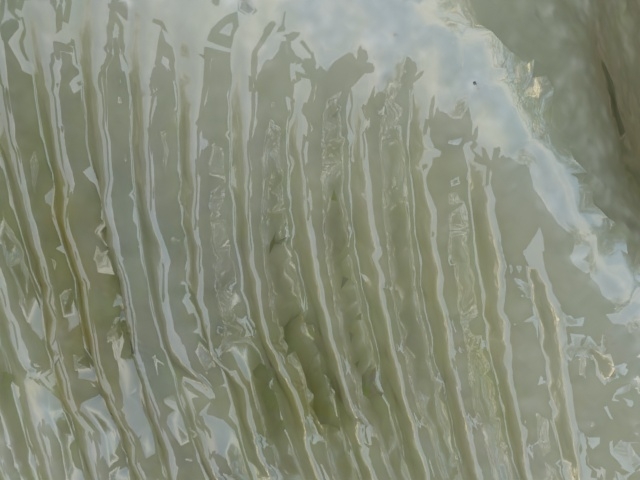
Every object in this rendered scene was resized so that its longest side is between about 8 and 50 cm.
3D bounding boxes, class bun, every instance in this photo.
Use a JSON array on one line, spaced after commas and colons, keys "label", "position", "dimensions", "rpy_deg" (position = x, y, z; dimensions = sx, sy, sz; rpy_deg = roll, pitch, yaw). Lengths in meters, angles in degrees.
[{"label": "bun", "position": [0.000, 0.000, 0.624], "dimensions": [0.352, 0.227, 0.349], "rpy_deg": [-1, 119, 19]}]
